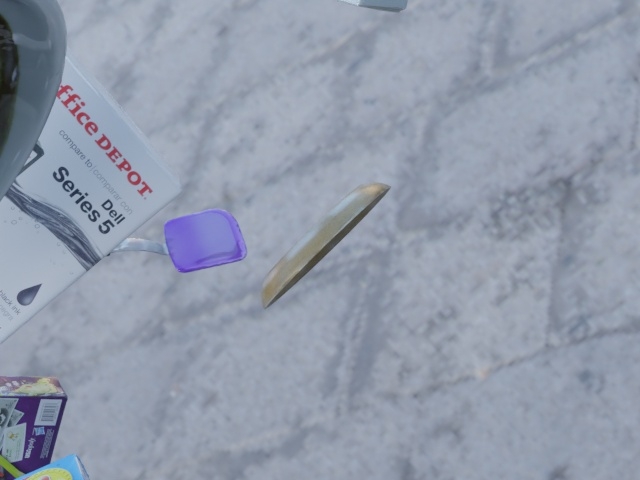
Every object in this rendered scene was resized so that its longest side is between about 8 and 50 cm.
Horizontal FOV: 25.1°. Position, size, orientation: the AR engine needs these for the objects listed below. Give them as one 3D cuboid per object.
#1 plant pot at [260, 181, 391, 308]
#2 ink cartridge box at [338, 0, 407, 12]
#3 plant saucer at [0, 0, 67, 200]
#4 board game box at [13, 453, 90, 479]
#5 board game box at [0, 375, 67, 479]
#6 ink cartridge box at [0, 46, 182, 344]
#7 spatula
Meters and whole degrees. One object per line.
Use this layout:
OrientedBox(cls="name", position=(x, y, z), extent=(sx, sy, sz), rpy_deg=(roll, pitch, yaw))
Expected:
OrientedBox(cls="plant pot", position=(0.000, 0.000, 1.922), extent=(0.236, 0.032, 0.236), rpy_deg=(-43, -2, -2))
OrientedBox(cls="ink cartridge box", position=(0.022, -0.336, 1.376), extent=(0.153, 0.087, 0.208), rpy_deg=(20, 107, 33))
OrientedBox(cls="plant saucer", position=(-0.364, -0.061, 1.102), extent=(0.400, 0.100, 0.400), rpy_deg=(-50, -10, -12))
OrientedBox(cls="board game box", position=(-0.322, 0.367, 1.317), extent=(0.308, 0.086, 0.302), rpy_deg=(-24, 31, -10))
OrientedBox(cls="board game box", position=(-0.429, 0.309, 1.641), extent=(0.056, 0.208, 0.346), rpy_deg=(45, 124, 48))
OrientedBox(cls="ink cartridge box", position=(-0.301, -0.042, 1.421), extent=(0.273, 0.198, 0.115), rpy_deg=(-40, 11, -2))
OrientedBox(cls="spatula", position=(-0.239, 0.008, 1.766), extent=(0.030, 0.297, 0.084), rpy_deg=(119, 139, -52))
